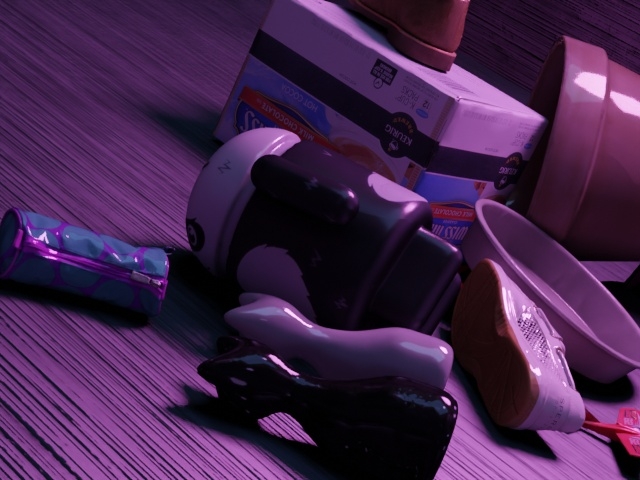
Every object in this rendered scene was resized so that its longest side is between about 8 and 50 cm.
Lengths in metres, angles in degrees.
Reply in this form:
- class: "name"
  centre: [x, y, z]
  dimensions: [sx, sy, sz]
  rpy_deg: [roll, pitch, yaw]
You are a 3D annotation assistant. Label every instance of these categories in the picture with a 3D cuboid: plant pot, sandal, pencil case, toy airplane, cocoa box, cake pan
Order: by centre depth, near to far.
- class: "pencil case"
  centre: [-0.204, 0.019, 1.210]
  dimensions: [0.151, 0.064, 0.070]
  rpy_deg: [16, -6, -29]
- class: "toy airplane"
  centre: [0.311, 0.202, 1.487]
  dimensions: [0.151, 0.028, 0.151]
  rpy_deg: [24, 15, -7]
- class: "cake pan"
  centre: [0.285, 0.067, 1.714]
  dimensions: [0.293, 0.054, 0.293]
  rpy_deg: [37, 18, -14]
- class: "cocoa box"
  centre: [0.075, -0.150, 1.870]
  dimensions: [0.347, 0.228, 0.231]
  rpy_deg: [37, 19, 33]
- class: "plant pot"
  centre: [0.425, -0.097, 1.958]
  dimensions: [0.280, 0.323, 0.323]
  rpy_deg: [14, 17, -2]
- class: "sandal"
  centre: [0.498, 0.082, 2.004]
  dimensions: [0.167, 0.107, 0.446]
  rpy_deg: [33, 18, 26]

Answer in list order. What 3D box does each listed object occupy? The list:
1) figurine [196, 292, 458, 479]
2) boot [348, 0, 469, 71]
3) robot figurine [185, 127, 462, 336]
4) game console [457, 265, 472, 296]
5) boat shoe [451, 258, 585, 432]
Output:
- class: "figurine"
  centre: [0.006, 0.114, 1.209]
  dimensions: [0.209, 0.092, 0.215]
  rpy_deg: [21, 15, -2]
- class: "boot"
  centre: [0.122, -0.327, 1.880]
  dimensions: [0.112, 0.115, 0.305]
  rpy_deg: [16, 18, -26]
- class: "robot figurine"
  centre: [-0.001, 0.003, 1.384]
  dimensions: [0.278, 0.209, 0.173]
  rpy_deg: [28, 31, 16]
- class: "game console"
  centre: [0.161, 0.073, 1.692]
  dimensions: [0.124, 0.085, 0.144]
  rpy_deg: [60, 22, 4]
- class: "boat shoe"
  centre: [0.212, 0.119, 1.490]
  dimensions: [0.096, 0.098, 0.277]
  rpy_deg: [21, 26, -18]
